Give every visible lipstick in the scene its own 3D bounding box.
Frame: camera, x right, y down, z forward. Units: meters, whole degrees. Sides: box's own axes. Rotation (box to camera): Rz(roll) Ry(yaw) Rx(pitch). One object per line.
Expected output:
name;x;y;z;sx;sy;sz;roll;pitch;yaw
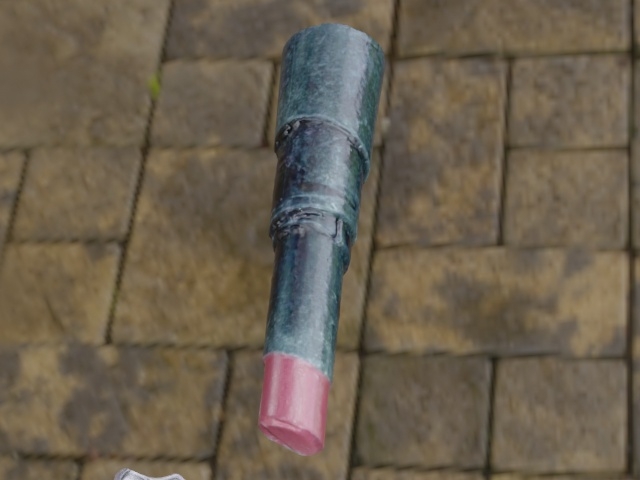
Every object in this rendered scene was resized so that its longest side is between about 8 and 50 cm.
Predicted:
lipstick;0.000;0.000;0.917;0.053;0.053;0.234;-2;53;8

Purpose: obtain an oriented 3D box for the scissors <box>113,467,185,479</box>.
scissors;-0.052;0.199;0.958;0.189;0.015;0.100;47;49;-3
